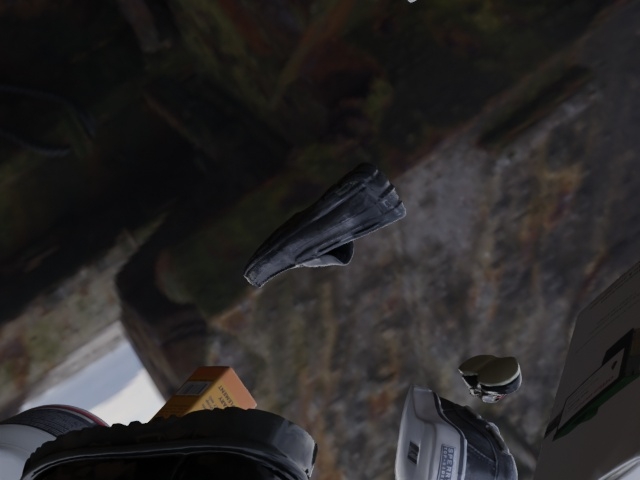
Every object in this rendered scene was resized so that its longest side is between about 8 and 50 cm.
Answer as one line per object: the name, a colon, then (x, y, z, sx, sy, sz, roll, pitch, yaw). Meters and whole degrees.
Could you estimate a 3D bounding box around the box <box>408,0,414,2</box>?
box: (0.135, -0.355, 1.125, 0.232, 0.148, 0.127, -27, -137, 19)

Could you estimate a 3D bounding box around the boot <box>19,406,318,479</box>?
boot: (-0.159, 0.281, 0.968, 0.348, 0.131, 0.260, -22, -136, 44)

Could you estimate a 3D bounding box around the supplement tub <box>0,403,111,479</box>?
supplement tub: (-0.319, 0.286, 1.339, 0.191, 0.191, 0.272, -31, 177, 3)

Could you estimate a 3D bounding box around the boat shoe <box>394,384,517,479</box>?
boat shoe: (0.145, 0.223, 1.324, 0.102, 0.108, 0.301, 10, 178, -4)

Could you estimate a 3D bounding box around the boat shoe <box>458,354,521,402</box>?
boat shoe: (0.192, 0.154, 1.353, 0.049, 0.042, 0.133, -29, -175, -12)

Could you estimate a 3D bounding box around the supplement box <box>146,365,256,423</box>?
supplement box: (-0.191, 0.268, 1.630, 0.080, 0.078, 0.233, -5, -146, 50)

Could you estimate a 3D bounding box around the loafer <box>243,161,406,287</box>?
loafer: (0.000, 0.000, 1.350, 0.223, 0.078, 0.076, -36, -172, 37)

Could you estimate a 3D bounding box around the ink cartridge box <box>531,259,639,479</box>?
ink cartridge box: (0.204, 0.120, 0.642, 0.092, 0.160, 0.219, -47, -175, 33)
